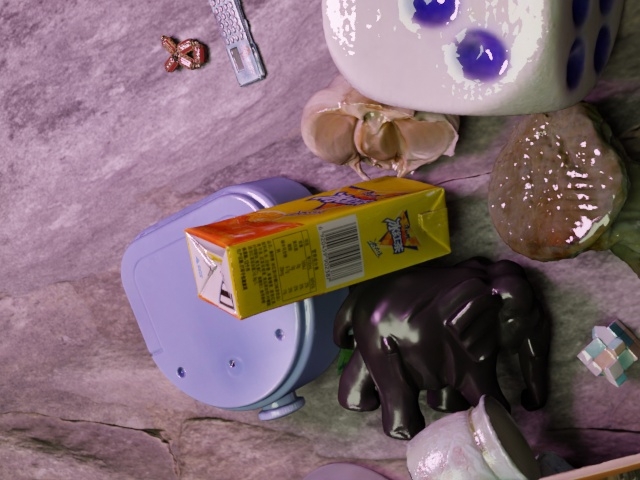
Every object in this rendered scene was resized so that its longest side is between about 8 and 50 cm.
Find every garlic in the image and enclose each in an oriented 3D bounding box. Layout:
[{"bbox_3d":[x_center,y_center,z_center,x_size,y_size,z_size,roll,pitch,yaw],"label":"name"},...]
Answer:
[{"bbox_3d":[0.086,-0.188,1.554,0.229,0.178,0.143,-3,61,3],"label":"garlic"}]

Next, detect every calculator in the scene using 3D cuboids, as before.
[{"bbox_3d":[-0.137,-0.336,1.715,0.057,0.018,0.172,-14,98,36],"label":"calculator"}]

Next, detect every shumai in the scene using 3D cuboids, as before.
[{"bbox_3d":[0.367,-0.059,1.439,0.222,0.203,0.272,-56,39,29],"label":"shumai"}]

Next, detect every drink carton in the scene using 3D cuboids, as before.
[{"bbox_3d":[0.000,0.000,1.518,0.154,0.351,0.111,19,121,58],"label":"drink carton"}]

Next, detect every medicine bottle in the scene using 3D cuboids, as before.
[{"bbox_3d":[0.210,0.302,1.451,0.143,0.147,0.147,-35,86,15],"label":"medicine bottle"}]

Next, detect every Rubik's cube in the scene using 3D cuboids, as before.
[{"bbox_3d":[0.407,0.163,1.500,0.075,0.073,0.084,31,117,21],"label":"Rubik's cube"}]

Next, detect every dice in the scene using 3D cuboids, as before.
[{"bbox_3d":[0.199,-0.319,1.336,0.304,0.304,0.277,10,110,29],"label":"dice"}]

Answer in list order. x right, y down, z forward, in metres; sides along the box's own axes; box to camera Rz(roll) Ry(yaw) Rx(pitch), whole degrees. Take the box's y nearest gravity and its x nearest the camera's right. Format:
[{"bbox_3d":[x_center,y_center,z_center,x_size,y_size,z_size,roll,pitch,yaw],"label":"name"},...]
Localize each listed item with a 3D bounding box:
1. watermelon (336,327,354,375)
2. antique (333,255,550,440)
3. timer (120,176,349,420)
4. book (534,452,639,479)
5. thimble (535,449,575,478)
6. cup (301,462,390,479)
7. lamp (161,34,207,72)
[{"bbox_3d":[0.096,0.144,1.707,0.155,0.080,0.101,-41,47,36],"label":"watermelon"},{"bbox_3d":[0.178,0.152,1.562,0.322,0.185,0.255,4,107,4],"label":"antique"},{"bbox_3d":[-0.122,0.108,1.745,0.394,0.173,0.395,8,106,32],"label":"timer"},{"bbox_3d":[0.330,0.424,1.406,0.373,0.028,0.263,-15,109,2],"label":"book"},{"bbox_3d":[0.315,0.421,1.546,0.150,0.237,0.237,39,121,16],"label":"thimble"},{"bbox_3d":[0.021,0.563,1.779,0.347,0.163,0.347,8,102,39],"label":"cup"},{"bbox_3d":[-0.226,-0.313,1.770,0.083,0.031,0.063,3,108,28],"label":"lamp"}]
